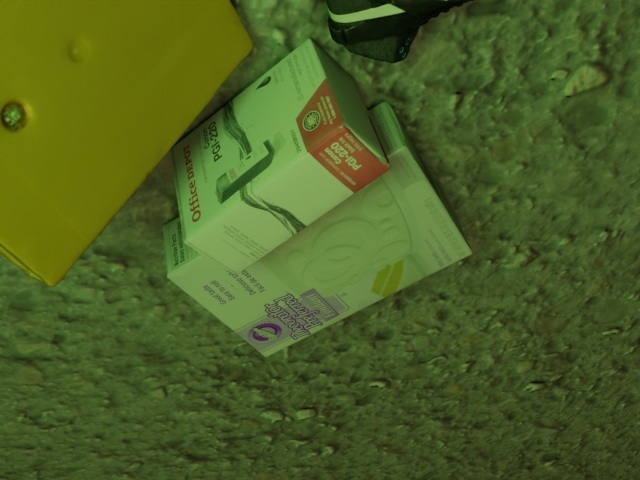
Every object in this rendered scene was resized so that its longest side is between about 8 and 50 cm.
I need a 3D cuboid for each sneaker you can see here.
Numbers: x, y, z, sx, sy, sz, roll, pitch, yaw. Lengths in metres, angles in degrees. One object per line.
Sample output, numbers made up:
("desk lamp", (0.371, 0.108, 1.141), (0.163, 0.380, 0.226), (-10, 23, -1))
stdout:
("sneaker", (0.112, -0.248, 0.800), (0.217, 0.079, 0.121), (-6, 141, 1))

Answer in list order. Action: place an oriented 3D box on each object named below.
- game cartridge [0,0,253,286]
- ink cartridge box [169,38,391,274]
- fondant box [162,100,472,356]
("game cartridge", (-0.219, -0.165, 0.660), (0.323, 0.053, 0.285), (-56, 141, -21))
("ink cartridge box", (-0.053, -0.089, 0.849), (0.218, 0.158, 0.092), (-36, 136, 20))
("fondant box", (0.000, 0.000, 1.010), (0.330, 0.096, 0.238), (-27, 137, 14))
